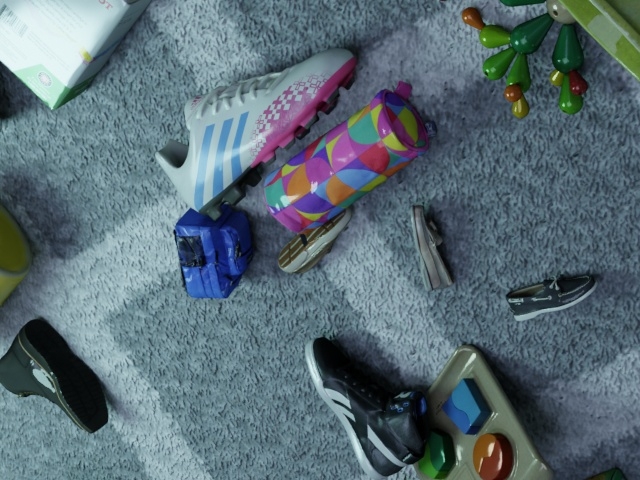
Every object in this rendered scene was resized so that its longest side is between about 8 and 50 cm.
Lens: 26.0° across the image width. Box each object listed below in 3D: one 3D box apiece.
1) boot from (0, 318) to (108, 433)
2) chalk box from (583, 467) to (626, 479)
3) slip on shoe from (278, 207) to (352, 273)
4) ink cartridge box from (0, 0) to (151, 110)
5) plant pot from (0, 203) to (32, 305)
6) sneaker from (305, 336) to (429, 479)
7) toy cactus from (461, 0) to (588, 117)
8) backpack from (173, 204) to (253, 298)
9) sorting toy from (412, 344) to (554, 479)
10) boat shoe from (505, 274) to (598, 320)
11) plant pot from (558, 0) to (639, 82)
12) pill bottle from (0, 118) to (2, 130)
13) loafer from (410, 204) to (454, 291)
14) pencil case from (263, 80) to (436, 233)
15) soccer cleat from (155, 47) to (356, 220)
[{"bbox_3d":[-0.424,0.235,2.166,0.137,0.077,0.198,-41,79,38],"label":"boot"},{"bbox_3d":[0.365,0.399,1.827,0.213,0.132,0.132,-29,98,31],"label":"chalk box"},{"bbox_3d":[0.000,0.000,1.870,0.041,0.051,0.135,26,122,-35],"label":"slip on shoe"},{"bbox_3d":[-0.340,-0.307,1.857,0.154,0.093,0.212,44,125,0],"label":"ink cartridge box"},{"bbox_3d":[-0.568,0.052,2.055,0.239,0.254,0.254,-35,95,17],"label":"plant pot"},{"bbox_3d":[0.077,0.209,1.899,0.121,0.079,0.217,-32,85,29],"label":"sneaker"},{"bbox_3d":[0.252,-0.253,1.607,0.180,0.112,0.219,-40,84,24],"label":"toy cactus"},{"bbox_3d":[-0.146,0.022,1.913,0.101,0.098,0.120,4,114,20],"label":"backpack"},{"bbox_3d":[0.175,0.323,1.867,0.307,0.041,0.229,-61,43,32],"label":"sorting toy"},{"bbox_3d":[0.292,0.066,1.759,0.125,0.046,0.038,-22,107,40],"label":"boat shoe"},{"bbox_3d":[0.384,-0.299,1.416,0.254,0.276,0.276,-44,90,9],"label":"plant pot"},{"bbox_3d":[-0.575,-0.276,1.932,0.176,0.176,0.319,-5,110,27],"label":"pill bottle"},{"bbox_3d":[0.145,0.008,1.807,0.039,0.045,0.125,-8,117,10],"label":"loafer"},{"bbox_3d":[0.034,-0.101,1.775,0.236,0.104,0.104,-34,96,31],"label":"pencil case"},{"bbox_3d":[-0.096,-0.161,1.794,0.143,0.116,0.331,47,124,-1],"label":"soccer cleat"}]
